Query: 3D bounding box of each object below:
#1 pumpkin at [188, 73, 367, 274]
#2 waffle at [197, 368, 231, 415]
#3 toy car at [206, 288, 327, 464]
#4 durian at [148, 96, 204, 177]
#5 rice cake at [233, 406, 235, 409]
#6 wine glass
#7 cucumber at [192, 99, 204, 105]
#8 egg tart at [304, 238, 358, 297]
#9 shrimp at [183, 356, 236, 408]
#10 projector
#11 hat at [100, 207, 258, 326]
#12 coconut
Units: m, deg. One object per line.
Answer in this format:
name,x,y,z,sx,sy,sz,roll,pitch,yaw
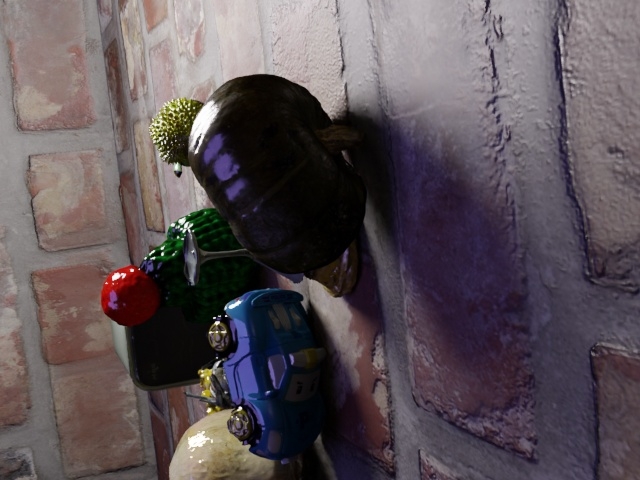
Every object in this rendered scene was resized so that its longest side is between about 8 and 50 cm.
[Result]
pumpkin,-0.062,-0.131,1.365,0.232,0.242,0.325,46,-165,-48
waffle,-0.232,0.452,2.243,0.329,0.062,0.329,165,90,-84
toy car,-0.071,0.237,1.671,0.166,0.198,0.314,-23,76,36
durian,-0.293,-0.243,2.100,0.198,0.159,0.146,46,-143,-67
rice cake,-0.191,0.412,2.238,0.033,0.033,0.208,100,154,-63
wine glass,-0.123,0.022,1.488,0.122,0.182,0.122,173,90,-71
cucumber,-0.307,-0.321,2.264,0.043,0.039,0.163,64,165,-13
egg tart,0.000,0.000,1.520,0.191,0.074,0.191,174,90,-72
shrimp,-0.195,0.310,2.008,0.137,0.172,0.372,45,169,6
projector,-0.402,0.227,2.422,0.249,0.248,0.248,-151,55,-65
hat,-0.311,0.071,1.974,0.242,0.332,0.274,58,154,30
coconut,-0.168,0.472,1.797,0.297,0.254,0.297,-12,-90,-87
